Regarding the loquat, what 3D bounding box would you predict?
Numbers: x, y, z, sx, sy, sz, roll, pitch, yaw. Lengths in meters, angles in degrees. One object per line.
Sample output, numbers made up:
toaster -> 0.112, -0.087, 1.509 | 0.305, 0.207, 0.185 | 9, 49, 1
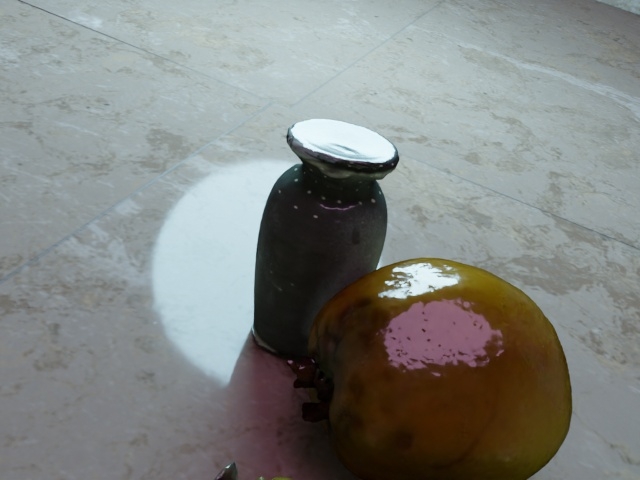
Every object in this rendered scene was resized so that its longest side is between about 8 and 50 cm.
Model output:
loquat -> 0.087, 0.104, 0.589 | 0.234, 0.176, 0.187 | 7, 18, -17

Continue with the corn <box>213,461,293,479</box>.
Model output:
corn -> 0.075, 0.265, 0.381 | 0.387, 0.144, 0.144 | 34, 38, 19

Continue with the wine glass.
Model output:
wine glass -> 0.000, 0.000, 0.668 | 0.111, 0.204, 0.111 | 9, 29, -5
